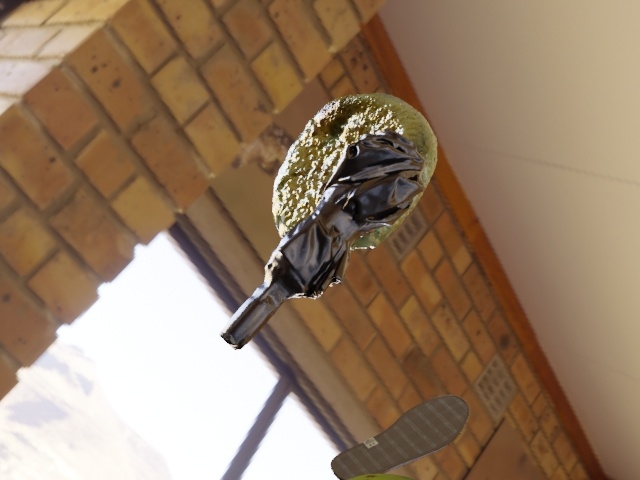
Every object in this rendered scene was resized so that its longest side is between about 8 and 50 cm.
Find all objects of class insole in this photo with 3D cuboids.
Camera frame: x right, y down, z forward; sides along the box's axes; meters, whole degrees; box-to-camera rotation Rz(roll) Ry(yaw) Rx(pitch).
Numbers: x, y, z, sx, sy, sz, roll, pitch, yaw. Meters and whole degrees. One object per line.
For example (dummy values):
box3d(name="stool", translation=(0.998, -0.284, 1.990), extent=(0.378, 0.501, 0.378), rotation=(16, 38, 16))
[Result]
box3d(name="insole", translation=(0.148, 0.350, 1.520), extent=(0.110, 0.309, 0.012), rotation=(40, -42, 43))

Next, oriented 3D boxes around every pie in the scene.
box3d(name="pie", translation=(0.047, -0.100, 1.289), extent=(0.277, 0.277, 0.078), rotation=(18, -10, 42))

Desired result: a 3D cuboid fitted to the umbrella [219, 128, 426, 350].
box3d(name="umbrella", translation=(0.000, 0.000, 1.057), extent=(0.118, 0.340, 0.118), rotation=(41, -13, 11))

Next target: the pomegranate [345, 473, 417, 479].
box3d(name="pomegranate", translation=(0.104, 0.391, 0.909), extent=(0.340, 0.261, 0.260), rotation=(8, -33, 15))
